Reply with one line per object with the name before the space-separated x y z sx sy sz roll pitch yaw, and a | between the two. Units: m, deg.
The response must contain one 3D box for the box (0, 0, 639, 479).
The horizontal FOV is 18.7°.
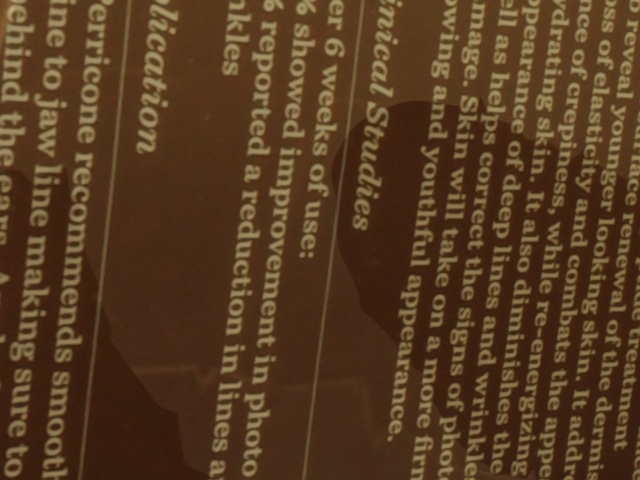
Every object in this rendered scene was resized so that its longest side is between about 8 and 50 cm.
box | 0.000 0.000 0.536 0.381 0.143 0.191 1 -81 -39
